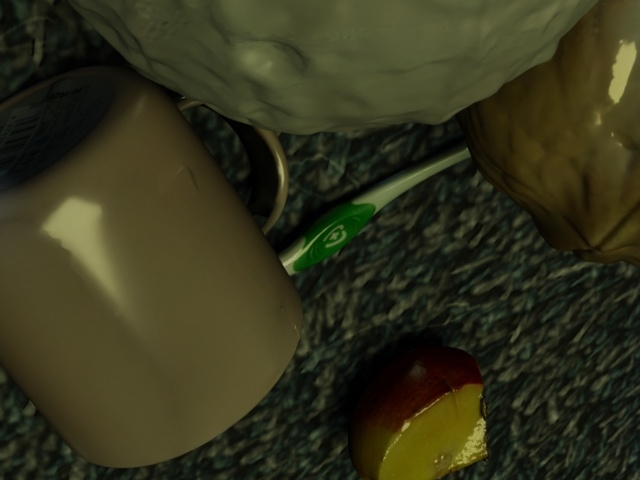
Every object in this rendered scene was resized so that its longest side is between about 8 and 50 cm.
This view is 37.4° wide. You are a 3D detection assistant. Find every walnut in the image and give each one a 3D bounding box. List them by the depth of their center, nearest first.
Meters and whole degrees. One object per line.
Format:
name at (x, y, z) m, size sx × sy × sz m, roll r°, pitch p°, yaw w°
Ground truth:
walnut at (0.243, -0.122, 0.652) m, size 0.277 × 0.252 × 0.313 m, roll 42°, pitch 69°, yaw -30°

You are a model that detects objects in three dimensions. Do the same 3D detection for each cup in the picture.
cup at (-0.120, -0.011, 0.626) m, size 0.253 × 0.192 × 0.200 m, roll -49°, pitch 130°, yaw -29°

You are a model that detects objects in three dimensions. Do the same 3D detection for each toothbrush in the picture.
toothbrush at (-0.002, -0.004, 0.766) m, size 0.418 × 0.040 × 0.042 m, roll -26°, pitch 143°, yaw -3°

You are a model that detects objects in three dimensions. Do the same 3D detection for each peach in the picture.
peach at (0.086, 0.163, 0.856) m, size 0.151 × 0.118 × 0.151 m, roll -22°, pitch 165°, yaw -6°

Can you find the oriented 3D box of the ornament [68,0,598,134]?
ornament at (0.009, -0.213, 0.466) m, size 0.337 × 0.337 × 0.337 m, roll -12°, pitch 124°, yaw -18°
